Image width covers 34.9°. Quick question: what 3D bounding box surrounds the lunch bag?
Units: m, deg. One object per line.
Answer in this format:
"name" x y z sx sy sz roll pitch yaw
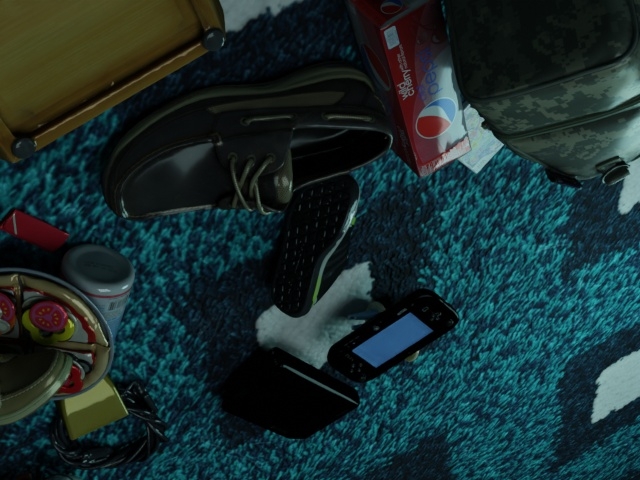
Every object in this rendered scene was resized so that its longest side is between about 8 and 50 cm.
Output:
"lunch bag" 0.277 -0.239 1.163 0.212 0.305 0.256 -18 154 27

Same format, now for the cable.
"cable" -0.295 0.275 1.437 0.150 0.047 0.185 -28 140 -12

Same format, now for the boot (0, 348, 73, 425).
"boot" -0.399 0.130 1.130 0.213 0.077 0.165 -19 122 21

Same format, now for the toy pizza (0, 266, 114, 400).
"toy pizza" -0.341 0.117 1.183 0.201 0.032 0.201 3 125 4

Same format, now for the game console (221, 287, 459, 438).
"game console" 0.036 0.182 1.538 0.361 0.044 0.213 -36 139 19

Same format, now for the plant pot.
"plant pot" -0.308 0.191 1.323 0.081 0.081 0.083 -23 129 -17

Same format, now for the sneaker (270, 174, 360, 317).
"sneaker" 0.000 0.000 1.390 0.097 0.084 0.235 -25 147 -53

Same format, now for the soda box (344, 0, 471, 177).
"soda box" 0.110 -0.200 1.246 0.083 0.092 0.263 -32 140 -8

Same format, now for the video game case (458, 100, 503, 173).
"video game case" 0.219 -0.150 1.440 0.087 0.011 0.122 -48 140 12

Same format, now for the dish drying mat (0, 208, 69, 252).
"dish drying mat" -0.328 -0.010 1.168 0.032 0.008 0.083 -47 140 9

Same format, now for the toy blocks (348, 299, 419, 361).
"toy blocks" 0.096 0.147 1.601 0.148 0.054 0.123 -1 130 -34

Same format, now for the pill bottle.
"pill bottle" -0.285 0.090 1.234 0.087 0.087 0.160 -2 129 -36

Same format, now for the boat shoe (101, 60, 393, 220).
"boat shoe" -0.074 -0.104 1.172 0.355 0.130 0.132 -24 138 -17

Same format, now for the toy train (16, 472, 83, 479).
"toy train" -0.427 0.465 1.460 0.190 0.142 0.334 -3 130 -22

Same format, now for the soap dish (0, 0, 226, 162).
"soap dish" -0.239 -0.220 0.948 0.290 0.118 0.229 -32 140 -9
